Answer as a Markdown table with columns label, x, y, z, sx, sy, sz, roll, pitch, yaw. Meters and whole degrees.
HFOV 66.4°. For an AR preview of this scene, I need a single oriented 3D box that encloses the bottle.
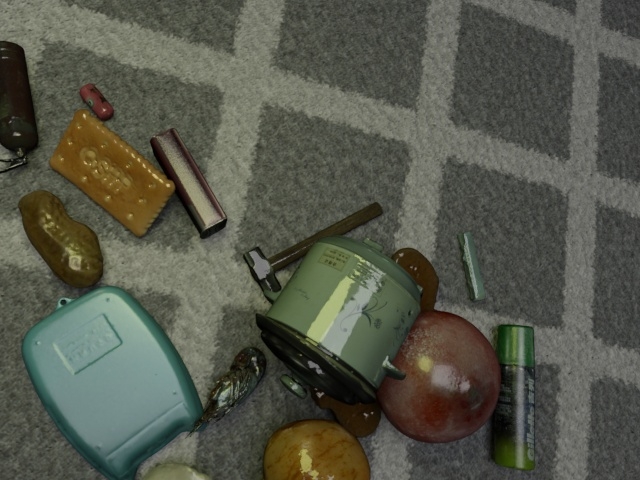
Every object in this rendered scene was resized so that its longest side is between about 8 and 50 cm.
| label | x | y | z | sx | sy | sz | roll | pitch | yaw |
| --- | --- | --- | --- | --- | --- | --- | --- | --- | --- |
| bottle | 0.474 | 0.375 | 1.195 | 0.093 | 0.093 | 0.331 | 9 | 77 | -15 |

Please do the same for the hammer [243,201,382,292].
| label | x | y | z | sx | sy | sz | roll | pitch | yaw |
| --- | --- | --- | --- | --- | --- | --- | --- | --- | --- |
| hammer | 0.000 | 0.000 | 1.156 | 0.365 | 0.043 | 0.111 | -28 | 88 | -21 |

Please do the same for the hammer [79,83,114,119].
| label | x | y | z | sx | sy | sz | roll | pitch | yaw |
| --- | --- | --- | --- | --- | --- | --- | --- | --- | --- |
| hammer | -0.489 | -0.302 | 1.068 | 0.043 | 0.043 | 0.083 | -40 | 93 | -19 |

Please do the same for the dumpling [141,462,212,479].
| label | x | y | z | sx | sy | sz | roll | pitch | yaw |
| --- | --- | --- | --- | --- | --- | --- | --- | --- | --- |
| dumpling | -0.269 | 0.552 | 0.922 | 0.162 | 0.132 | 0.251 | -7 | 72 | -11 |

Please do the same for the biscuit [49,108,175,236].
| label | x | y | z | sx | sy | sz | roll | pitch | yaw |
| --- | --- | --- | --- | --- | --- | --- | --- | --- | --- |
| biscuit | -0.432 | -0.134 | 1.010 | 0.249 | 0.030 | 0.160 | 41 | 113 | -5 |

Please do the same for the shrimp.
| label | x | y | z | sx | sy | sz | roll | pitch | yaw |
| --- | --- | --- | --- | --- | --- | --- | --- | --- | --- |
| shrimp | -0.191 | 0.315 | 1.004 | 0.233 | 0.090 | 0.079 | -46 | 111 | -36 |

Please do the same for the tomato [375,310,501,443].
| label | x | y | z | sx | sy | sz | roll | pitch | yaw |
| --- | --- | --- | --- | --- | --- | --- | --- | --- | --- |
| tomato | 0.244 | 0.281 | 1.009 | 0.269 | 0.227 | 0.271 | -1 | 93 | -22 |

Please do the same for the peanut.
| label | x | y | z | sx | sy | sz | roll | pitch | yaw |
| --- | --- | --- | --- | --- | --- | --- | --- | --- | --- |
| peanut | -0.514 | -0.004 | 0.977 | 0.108 | 0.095 | 0.226 | -39 | 88 | -35 |

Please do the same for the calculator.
| label | x | y | z | sx | sy | sz | roll | pitch | yaw |
| --- | --- | --- | --- | --- | --- | --- | --- | --- | --- |
| calculator | -0.412 | 0.275 | 0.974 | 0.256 | 0.054 | 0.387 | -34 | 89 | -20 |

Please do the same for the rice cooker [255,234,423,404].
| label | x | y | z | sx | sy | sz | roll | pitch | yaw |
| --- | --- | --- | --- | --- | --- | --- | --- | --- | --- |
| rice cooker | 0.032 | 0.156 | 0.913 | 0.316 | 0.264 | 0.317 | -2 | 67 | 4 |

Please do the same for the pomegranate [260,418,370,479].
| label | x | y | z | sx | sy | sz | roll | pitch | yaw |
| --- | --- | --- | --- | --- | --- | --- | --- | --- | --- |
| pomegranate | -0.016 | 0.477 | 0.965 | 0.247 | 0.248 | 0.249 | 3 | 79 | -16 |

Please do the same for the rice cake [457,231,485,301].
| label | x | y | z | sx | sy | sz | roll | pitch | yaw |
| --- | --- | --- | --- | --- | --- | --- | --- | --- | --- |
| rice cake | 0.386 | 0.067 | 1.261 | 0.042 | 0.030 | 0.180 | -7 | 80 | -16 |

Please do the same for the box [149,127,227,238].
| label | x | y | z | sx | sy | sz | roll | pitch | yaw |
| --- | --- | --- | --- | --- | --- | --- | --- | --- | --- |
| box | -0.282 | -0.119 | 1.054 | 0.069 | 0.120 | 0.224 | -29 | 90 | -16 |

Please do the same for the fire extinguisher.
| label | x | y | z | sx | sy | sz | roll | pitch | yaw |
| --- | --- | --- | --- | --- | --- | --- | --- | --- | --- |
| fire extinguisher | -0.637 | -0.267 | 1.000 | 0.089 | 0.072 | 0.268 | -9 | 82 | -27 |

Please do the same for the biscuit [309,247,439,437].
| label | x | y | z | sx | sy | sz | roll | pitch | yaw |
| --- | --- | --- | --- | --- | --- | --- | --- | --- | --- |
| biscuit | 0.124 | 0.212 | 1.124 | 0.393 | 0.076 | 0.369 | -29 | 98 | -18 |
